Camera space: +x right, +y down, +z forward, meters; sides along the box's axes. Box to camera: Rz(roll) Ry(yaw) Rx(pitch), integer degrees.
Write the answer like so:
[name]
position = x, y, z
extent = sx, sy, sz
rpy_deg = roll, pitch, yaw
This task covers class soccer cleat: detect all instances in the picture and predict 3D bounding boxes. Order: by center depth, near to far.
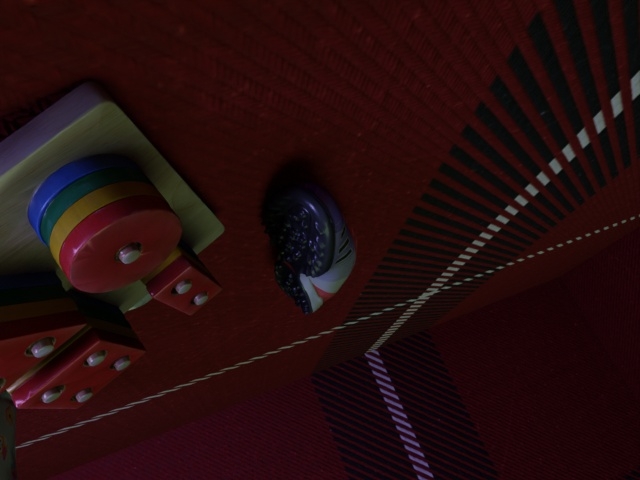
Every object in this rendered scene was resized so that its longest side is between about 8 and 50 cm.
[soccer cleat]
position = 0.000, 0.000, 0.653
extent = 0.116, 0.108, 0.318
rpy_deg = -39, 162, -18

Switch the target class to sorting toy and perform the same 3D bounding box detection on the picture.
[sorting toy]
position = -0.207, 0.043, 0.420
extent = 0.257, 0.089, 0.255
rpy_deg = -40, 160, -7

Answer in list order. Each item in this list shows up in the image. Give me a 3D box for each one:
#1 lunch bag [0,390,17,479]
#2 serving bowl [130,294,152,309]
[lunch bag]
position = -0.532, 0.332, 0.693
extent = 0.160, 0.224, 0.262
rpy_deg = -18, 161, 0
[serving bowl]
position = -0.250, 0.072, 0.636
extent = 0.083, 0.027, 0.083
rpy_deg = -20, 158, -8
